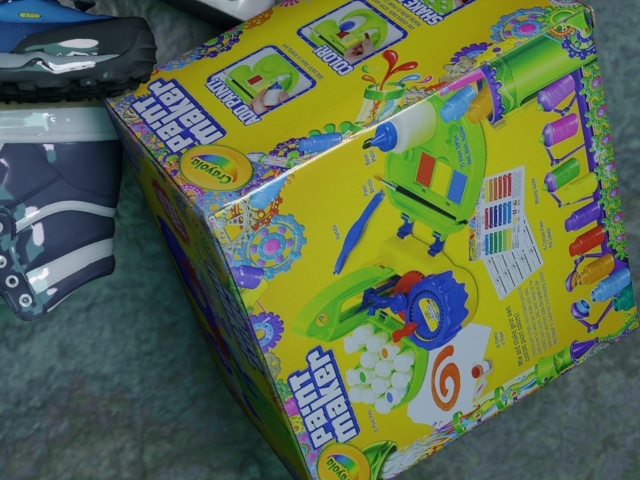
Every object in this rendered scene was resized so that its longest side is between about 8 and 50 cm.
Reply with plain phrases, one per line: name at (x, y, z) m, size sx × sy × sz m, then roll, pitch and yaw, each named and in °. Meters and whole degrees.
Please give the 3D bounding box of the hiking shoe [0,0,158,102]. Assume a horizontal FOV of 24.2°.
hiking shoe at (-0.249, -0.161, 0.944) m, size 0.304 × 0.113 × 0.132 m, roll 8°, pitch 92°, yaw 7°

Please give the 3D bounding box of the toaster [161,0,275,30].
toaster at (-0.087, -0.251, 1.037) m, size 0.185 × 0.110 × 0.168 m, roll 22°, pitch 91°, yaw -22°

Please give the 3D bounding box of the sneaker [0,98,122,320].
sneaker at (-0.268, -0.019, 1.019) m, size 0.282 × 0.099 × 0.153 m, roll -5°, pitch 99°, yaw -22°

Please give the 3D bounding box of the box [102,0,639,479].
box at (0.046, -0.015, 1.039) m, size 0.279 × 0.177 × 0.290 m, roll -29°, pitch 131°, yaw -13°
